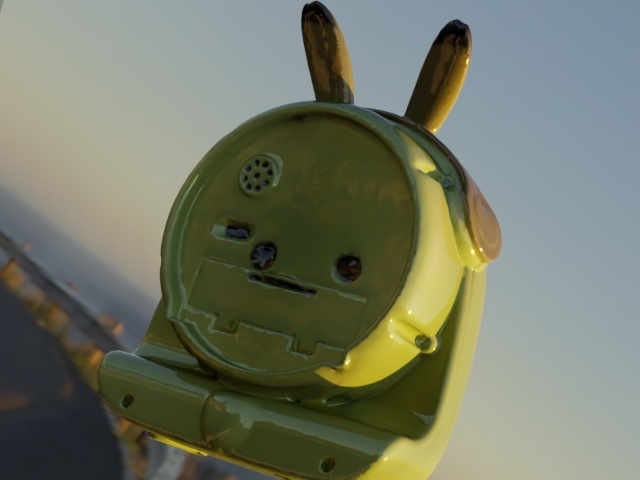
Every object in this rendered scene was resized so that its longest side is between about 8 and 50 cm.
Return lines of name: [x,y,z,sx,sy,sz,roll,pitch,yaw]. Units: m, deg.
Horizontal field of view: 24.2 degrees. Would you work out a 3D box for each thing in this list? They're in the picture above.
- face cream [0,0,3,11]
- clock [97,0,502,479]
face cream: [-0.191,-0.110,0.232,0.249,0.249,0.225,35,-23,20]
clock: [0.000,0.000,0.719,0.170,0.231,0.069,12,-12,31]
